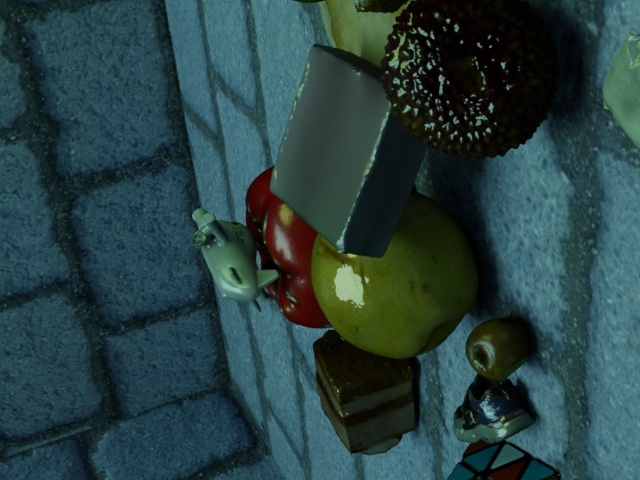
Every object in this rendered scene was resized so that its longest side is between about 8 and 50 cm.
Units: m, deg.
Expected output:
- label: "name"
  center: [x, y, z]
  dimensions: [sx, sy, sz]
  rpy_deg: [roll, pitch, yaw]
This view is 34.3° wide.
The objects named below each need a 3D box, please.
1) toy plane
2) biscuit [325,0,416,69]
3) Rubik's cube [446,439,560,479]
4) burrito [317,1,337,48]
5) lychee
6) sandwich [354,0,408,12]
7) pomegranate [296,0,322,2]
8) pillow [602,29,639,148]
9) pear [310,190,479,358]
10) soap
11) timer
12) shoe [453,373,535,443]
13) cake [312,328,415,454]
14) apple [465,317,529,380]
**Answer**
- label: "toy plane"
  center: [-0.179, 0.041, 2.167]
  dimensions: [0.267, 0.123, 0.267]
  rpy_deg: [56, 177, 4]
- label: "biscuit"
  center: [0.119, -0.433, 1.766]
  dimensions: [0.446, 0.104, 0.429]
  rpy_deg: [169, 85, -70]
- label: "Rubik's cube"
  center: [0.269, 0.471, 1.927]
  dimensions: [0.284, 0.234, 0.250]
  rpy_deg: [89, 157, -44]
- label: "burrito"
  center: [0.026, -0.457, 2.052]
  dimensions: [0.226, 0.060, 0.087]
  rpy_deg: [69, 176, -47]
- label: "lychee"
  center: [0.207, -0.244, 1.466]
  dimensions: [0.271, 0.271, 0.271]
  rpy_deg: [163, 90, -73]
- label: "sandwich"
  center: [0.146, -0.491, 1.469]
  dimensions: [0.301, 0.099, 0.271]
  rpy_deg: [-10, 97, 52]
- label: "pomegranate"
  center: [0.000, -0.500, 1.668]
  dimensions: [0.190, 0.159, 0.240]
  rpy_deg: [180, 95, -71]
- label: "pillow"
  center: [0.410, -0.132, 1.221]
  dimensions: [0.128, 0.051, 0.229]
  rpy_deg: [95, 151, -56]
- label: "pear"
  center: [0.133, 0.057, 1.880]
  dimensions: [0.314, 0.314, 0.314]
  rpy_deg: [163, 90, -73]
- label: "soap"
  center: [0.043, -0.154, 1.737]
  dimensions: [0.296, 0.107, 0.285]
  rpy_deg: [44, 118, 53]
- label: "timer"
  center: [0.000, 0.000, 2.250]
  dimensions: [0.378, 0.279, 0.378]
  rpy_deg: [161, 90, -74]
- label: "shoe"
  center: [0.294, 0.298, 1.897]
  dimensions: [0.125, 0.099, 0.227]
  rpy_deg: [66, 158, -2]
- label: "cake"
  center: [0.108, 0.352, 2.408]
  dimensions: [0.198, 0.196, 0.293]
  rpy_deg: [-125, 20, -50]
- label: "apple"
  center: [0.304, 0.180, 1.774]
  dimensions: [0.099, 0.102, 0.114]
  rpy_deg: [50, 147, 25]
